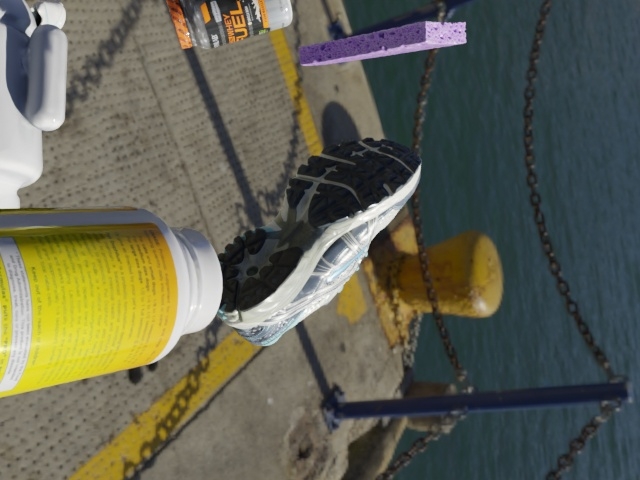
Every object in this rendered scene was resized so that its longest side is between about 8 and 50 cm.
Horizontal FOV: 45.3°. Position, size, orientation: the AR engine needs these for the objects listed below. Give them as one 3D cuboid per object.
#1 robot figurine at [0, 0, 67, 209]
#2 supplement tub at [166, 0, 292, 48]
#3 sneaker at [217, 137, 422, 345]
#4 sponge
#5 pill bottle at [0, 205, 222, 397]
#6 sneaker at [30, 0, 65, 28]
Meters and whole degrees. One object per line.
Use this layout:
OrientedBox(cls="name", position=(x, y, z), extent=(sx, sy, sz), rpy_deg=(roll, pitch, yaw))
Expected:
OrientedBox(cls="robot figurine", position=(-0.446, -0.182, 0.929), extent=(0.200, 0.299, 0.354), rpy_deg=(32, 54, -80))
OrientedBox(cls="supplement tub", position=(-0.151, -0.385, 1.259), extent=(0.117, 0.190, 0.117), rpy_deg=(162, -90, -85))
OrientedBox(cls="sneaker", position=(0.000, 0.000, 0.836), extent=(0.283, 0.110, 0.122), rpy_deg=(-40, 145, -16))
OrientedBox(cls="sponge", position=(0.084, -0.273, 1.065), extent=(0.117, 0.210, 0.031), rpy_deg=(-21, 107, -50))
OrientedBox(cls="pill bottle", position=(-0.172, 0.036, 0.514), extent=(0.215, 0.117, 0.117), rpy_deg=(-5, 85, -50))
OrientedBox(cls="sneaker", position=(-0.486, -0.341, 1.323), extent=(0.061, 0.053, 0.152), rpy_deg=(-27, 134, -61))
